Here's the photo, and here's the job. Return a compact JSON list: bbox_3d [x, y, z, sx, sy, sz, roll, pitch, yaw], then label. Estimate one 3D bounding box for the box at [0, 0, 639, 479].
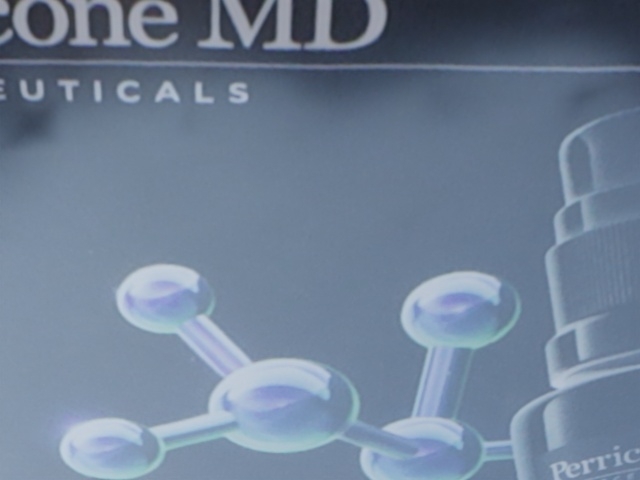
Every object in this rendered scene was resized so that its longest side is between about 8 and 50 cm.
[{"bbox_3d":[0.000,0.000,0.540,0.294,0.395,0.212,0,-135,-3],"label":"box"}]
